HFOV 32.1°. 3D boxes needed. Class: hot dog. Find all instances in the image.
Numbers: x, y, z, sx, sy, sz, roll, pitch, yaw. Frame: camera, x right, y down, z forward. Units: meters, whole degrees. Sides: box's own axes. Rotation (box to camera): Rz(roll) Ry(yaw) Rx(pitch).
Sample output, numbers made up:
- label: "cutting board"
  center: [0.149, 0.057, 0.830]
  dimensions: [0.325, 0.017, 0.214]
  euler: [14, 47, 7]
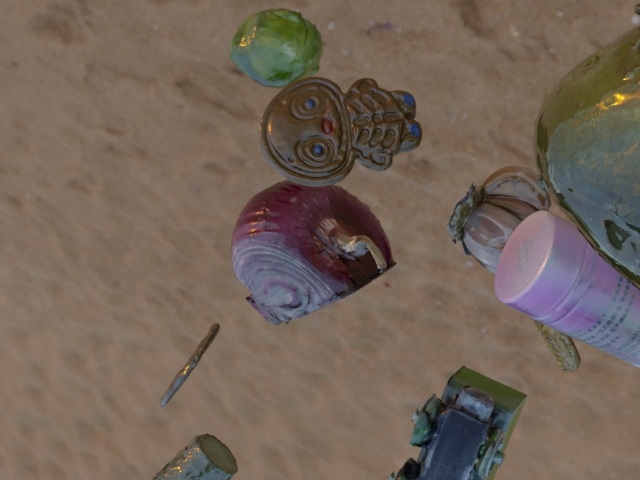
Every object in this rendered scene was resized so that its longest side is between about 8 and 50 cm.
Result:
- label: "hot dog"
  center: [0.427, 0.179, 2.001]
  dimensions: [0.165, 0.045, 0.071]
  euler: [55, -176, -45]

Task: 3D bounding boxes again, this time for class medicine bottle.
- label: "medicine bottle"
  center: [0.395, 0.072, 1.608]
  dimensions: [0.254, 0.152, 0.152]
  euler: [25, 160, -16]

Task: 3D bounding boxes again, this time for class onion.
- label: "onion"
  center: [-0.020, 0.003, 1.897]
  dimensions: [0.272, 0.256, 0.230]
  euler: [-35, 87, 23]

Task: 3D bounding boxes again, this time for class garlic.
- label: "garlic"
  center: [0.331, -0.033, 2.008]
  dimensions: [0.207, 0.207, 0.256]
  euler: [31, 178, -6]

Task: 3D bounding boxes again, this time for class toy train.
- label: "toy train"
  center: [0.245, 0.390, 2.009]
  dimensions: [0.173, 0.307, 0.249]
  euler: [24, -164, 17]

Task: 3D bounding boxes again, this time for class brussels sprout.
- label: "brussels sprout"
  center: [-0.076, -0.317, 1.903]
  dimensions: [0.149, 0.122, 0.151]
  euler: [34, 159, -24]

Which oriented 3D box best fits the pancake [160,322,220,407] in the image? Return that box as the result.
- label: "pancake"
  center: [-0.238, 0.226, 2.034]
  dimensions: [0.020, 0.190, 0.184]
  euler: [36, -175, -3]

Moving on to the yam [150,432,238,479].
- label: "yam"
  center: [-0.256, 0.459, 2.077]
  dimensions: [0.107, 0.194, 0.107]
  euler: [44, -171, -9]

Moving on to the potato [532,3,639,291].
- label: "potato"
  center: [0.352, -0.032, 0.929]
  dimensions: [0.359, 0.219, 0.270]
  euler: [46, 165, 4]

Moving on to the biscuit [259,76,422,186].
- label: "biscuit"
  center: [0.020, -0.122, 1.192]
  dimensions: [0.175, 0.124, 0.026]
  euler: [-10, 164, -4]
